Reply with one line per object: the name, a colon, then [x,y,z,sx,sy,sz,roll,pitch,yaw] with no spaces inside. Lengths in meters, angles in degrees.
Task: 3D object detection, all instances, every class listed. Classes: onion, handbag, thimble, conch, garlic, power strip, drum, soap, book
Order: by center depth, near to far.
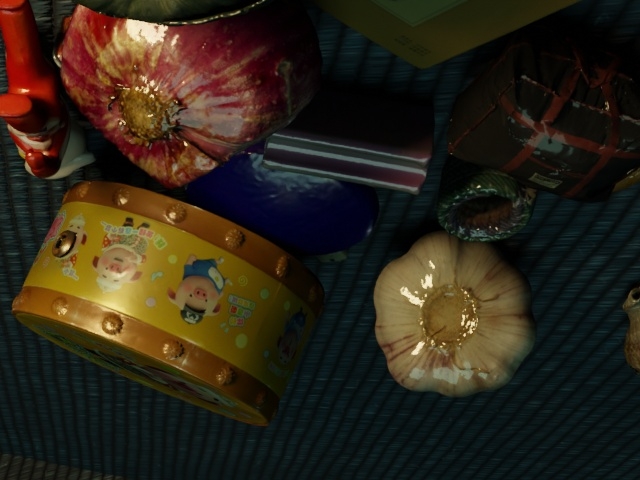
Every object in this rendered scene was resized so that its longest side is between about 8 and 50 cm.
book: [0.122,-0.284,1.035,0.269,0.032,0.389,28,158,-28]
onion: [-0.130,-0.204,1.145,0.256,0.272,0.230,26,131,-22]
handbag: [0.269,-0.140,1.189,0.215,0.155,0.169,17,146,-9]
soap: [0.034,-0.127,1.310,0.203,0.122,0.065,9,129,-1]
thimble: [0.215,-0.064,1.401,0.118,0.090,0.135,19,149,-15]
drum: [-0.221,0.095,1.577,0.431,0.214,0.431,21,165,6]
garlic: [0.207,0.107,1.615,0.245,0.245,0.253,2,180,14]
power strip: [0.000,0.000,1.649,0.051,0.019,0.136,-9,145,26]
conch: [0.539,0.137,1.670,0.155,0.130,0.207,-30,116,3]

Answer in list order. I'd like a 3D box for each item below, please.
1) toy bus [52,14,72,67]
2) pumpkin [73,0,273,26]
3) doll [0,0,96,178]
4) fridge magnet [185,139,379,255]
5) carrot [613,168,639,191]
toy bus: [-0.243,-0.207,1.316,0.077,0.079,0.174,-19,140,26]
pumpkin: [-0.119,-0.323,0.899,0.291,0.257,0.327,28,151,-37]
doll: [-0.350,-0.164,1.327,0.099,0.188,0.384,-6,166,-4]
fridge magnet: [-0.051,-0.063,1.464,0.265,0.112,0.265,8,149,5]
carrot: [0.417,-0.119,1.282,0.205,0.072,0.072,-23,137,34]
